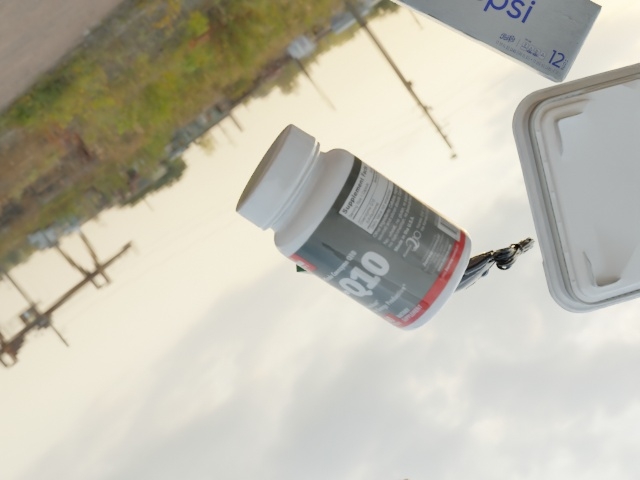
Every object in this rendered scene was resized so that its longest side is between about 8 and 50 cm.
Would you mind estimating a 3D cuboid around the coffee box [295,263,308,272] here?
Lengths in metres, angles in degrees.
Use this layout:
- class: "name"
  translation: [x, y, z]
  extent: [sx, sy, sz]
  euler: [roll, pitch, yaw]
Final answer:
- class: "coffee box"
  translation: [0.000, 0.000, 1.545]
  extent: [0.040, 0.113, 0.184]
  euler: [-4, 176, 14]

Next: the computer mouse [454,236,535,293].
- class: "computer mouse"
  translation: [0.277, 0.066, 1.820]
  extent: [0.262, 0.060, 0.184]
  euler: [-21, 179, 28]

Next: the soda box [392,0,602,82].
- class: "soda box"
  translation: [0.175, -0.289, 1.114]
  extent: [0.098, 0.286, 0.091]
  euler: [-64, 175, 11]

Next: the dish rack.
- class: "dish rack"
  translation: [0.440, -0.076, 1.356]
  extent: [0.285, 0.333, 0.072]
  euler: [-15, -174, -4]

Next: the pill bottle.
- class: "pill bottle"
  translation: [0.041, -0.018, 1.249]
  extent: [0.161, 0.283, 0.161]
  euler: [-54, -168, 17]

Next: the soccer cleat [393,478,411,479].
- class: "soccer cleat"
  translation: [0.190, 0.446, 1.435]
  extent: [0.083, 0.248, 0.095]
  euler: [-48, -165, 13]
